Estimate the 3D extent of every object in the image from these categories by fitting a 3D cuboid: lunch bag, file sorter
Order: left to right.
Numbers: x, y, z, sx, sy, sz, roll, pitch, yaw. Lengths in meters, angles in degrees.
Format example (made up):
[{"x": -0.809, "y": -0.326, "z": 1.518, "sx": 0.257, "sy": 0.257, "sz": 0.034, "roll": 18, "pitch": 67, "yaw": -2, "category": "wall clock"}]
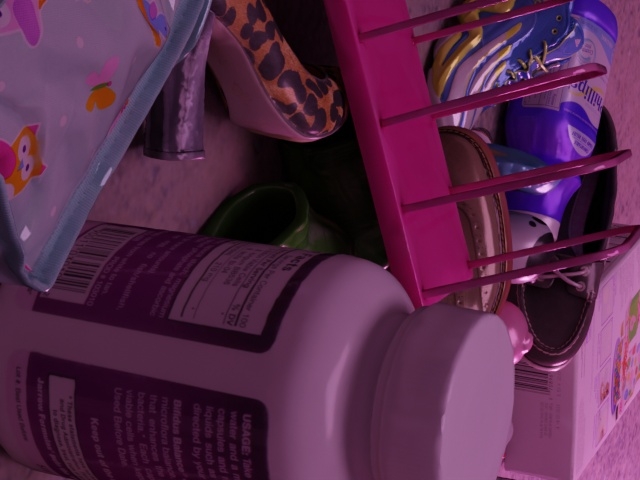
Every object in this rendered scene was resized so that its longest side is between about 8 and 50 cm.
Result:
[{"x": -0.175, "y": -0.128, "z": 0.716, "sx": 0.160, "sy": 0.223, "sz": 0.262, "roll": 76, "pitch": 30, "yaw": -49, "category": "lunch bag"}, {"x": 0.136, "y": -0.113, "z": 1.253, "sx": 0.202, "sy": 0.182, "sz": 0.290, "roll": -21, "pitch": 97, "yaw": -73, "category": "file sorter"}]

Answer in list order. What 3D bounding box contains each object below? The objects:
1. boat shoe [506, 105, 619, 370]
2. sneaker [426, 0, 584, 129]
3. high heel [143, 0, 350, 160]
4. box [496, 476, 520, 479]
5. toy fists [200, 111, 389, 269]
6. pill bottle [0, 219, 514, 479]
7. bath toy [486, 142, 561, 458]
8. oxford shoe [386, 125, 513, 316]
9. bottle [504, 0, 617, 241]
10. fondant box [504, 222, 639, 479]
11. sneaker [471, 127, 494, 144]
[{"x": 0.283, "y": -0.014, "z": 1.842, "sx": 0.095, "sy": 0.112, "sz": 0.335, "roll": 104, "pitch": 0, "yaw": -62, "category": "boat shoe"}, {"x": 0.192, "y": -0.193, "z": 1.594, "sx": 0.240, "sy": 0.126, "sz": 0.091, "roll": -68, "pitch": 151, "yaw": -29, "category": "sneaker"}, {"x": -0.038, "y": -0.166, "z": 1.151, "sx": 0.261, "sy": 0.093, "sz": 0.186, "roll": -20, "pitch": 117, "yaw": -56, "category": "high heel"}, {"x": 0.194, "y": 0.411, "z": 1.736, "sx": 0.143, "sy": 0.165, "sz": 0.270, "roll": -38, "pitch": 131, "yaw": -56, "category": "box"}, {"x": 0.000, "y": 0.000, "z": 1.282, "sx": 0.279, "sy": 0.096, "sz": 0.142, "roll": -56, "pitch": 145, "yaw": -46, "category": "toy fists"}, {"x": -0.042, "y": 0.085, "z": 0.970, "sx": 0.169, "sy": 0.302, "sz": 0.169, "roll": -31, "pitch": 125, "yaw": -59, "category": "pill bottle"}, {"x": 0.161, "y": 0.081, "z": 1.603, "sx": 0.129, "sy": 0.151, "sz": 0.348, "roll": -126, "pitch": -138, "yaw": -73, "category": "bath toy"}, {"x": 0.096, "y": 0.064, "z": 1.479, "sx": 0.130, "sy": 0.123, "sz": 0.348, "roll": 1, "pitch": 96, "yaw": -60, "category": "oxford shoe"}, {"x": 0.266, "y": -0.140, "z": 1.801, "sx": 0.118, "sy": 0.092, "sz": 0.282, "roll": 28, "pitch": 72, "yaw": -50, "category": "bottle"}, {"x": 0.337, "y": 0.136, "z": 2.043, "sx": 0.330, "sy": 0.096, "sz": 0.238, "roll": -33, "pitch": 127, "yaw": -57, "category": "fondant box"}, {"x": 0.174, "y": -0.048, "z": 1.684, "sx": 0.065, "sy": 0.061, "sz": 0.157, "roll": -45, "pitch": 137, "yaw": -62, "category": "sneaker"}]
